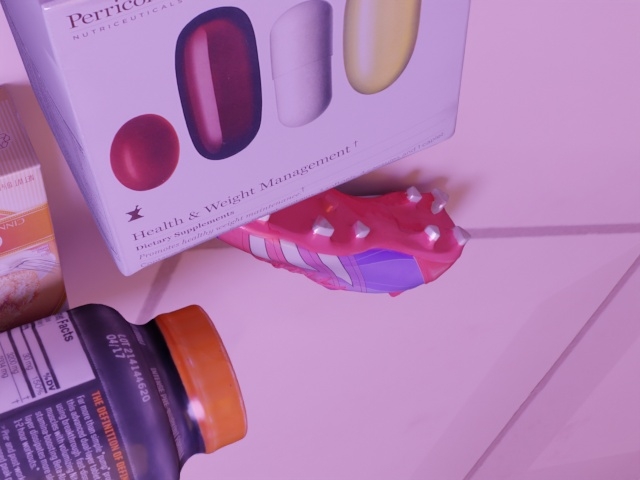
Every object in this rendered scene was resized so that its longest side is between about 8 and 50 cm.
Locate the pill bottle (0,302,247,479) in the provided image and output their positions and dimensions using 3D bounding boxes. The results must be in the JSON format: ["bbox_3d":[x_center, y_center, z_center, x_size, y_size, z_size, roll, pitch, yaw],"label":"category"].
[{"bbox_3d":[-0.168,0.116,0.711,0.246,0.130,0.130,-19,144,-16],"label":"pill bottle"}]

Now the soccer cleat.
[{"bbox_3d":[0.000,0.000,0.856,0.248,0.083,0.095,6,137,-44],"label":"soccer cleat"}]

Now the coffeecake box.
[{"bbox_3d":[-0.227,0.016,0.718,0.142,0.068,0.185,-19,145,-17],"label":"coffeecake box"}]

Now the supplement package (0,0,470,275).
[{"bbox_3d":[-0.046,-0.123,0.579,0.194,0.149,0.203,-24,152,-12],"label":"supplement package"}]
